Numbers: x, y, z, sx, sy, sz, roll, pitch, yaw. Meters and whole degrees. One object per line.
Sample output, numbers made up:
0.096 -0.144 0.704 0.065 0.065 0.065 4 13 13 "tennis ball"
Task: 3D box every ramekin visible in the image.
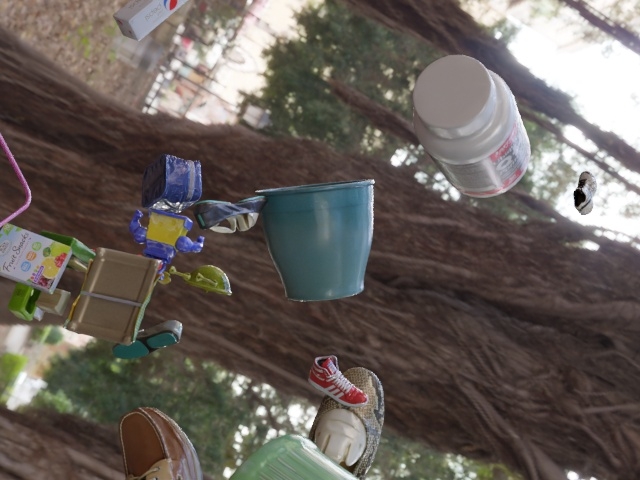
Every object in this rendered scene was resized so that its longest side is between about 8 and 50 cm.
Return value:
-0.047 0.488 1.252 0.148 0.303 0.303 21 -100 34 "ramekin"

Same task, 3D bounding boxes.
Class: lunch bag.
-0.214 -0.078 1.108 0.098 0.065 0.067 -22 -116 52 "lunch bag"

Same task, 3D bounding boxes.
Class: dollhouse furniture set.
-0.483 0.119 1.662 0.151 0.302 0.197 66 38 -67 "dollhouse furniture set"

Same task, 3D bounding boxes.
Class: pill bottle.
0.266 -0.201 1.358 0.176 0.176 0.318 -62 154 -2 "pill bottle"

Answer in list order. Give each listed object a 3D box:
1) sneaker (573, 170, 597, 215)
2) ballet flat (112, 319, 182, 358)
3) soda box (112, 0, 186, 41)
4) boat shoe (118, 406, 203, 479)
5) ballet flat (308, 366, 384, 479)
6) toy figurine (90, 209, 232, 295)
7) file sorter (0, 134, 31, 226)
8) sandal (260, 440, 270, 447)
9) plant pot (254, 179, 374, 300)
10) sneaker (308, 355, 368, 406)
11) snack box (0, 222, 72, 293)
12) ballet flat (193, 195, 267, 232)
0.442 -0.084 1.282 0.032 0.037 0.083 -15 -124 43 "sneaker"
-0.467 0.268 2.076 0.213 0.072 0.068 -18 -149 19 "ballet flat"
-0.452 -0.636 2.069 0.216 0.074 0.069 -48 145 -21 "soda box"
-0.266 0.433 1.289 0.123 0.324 0.120 -35 157 12 "boat shoe"
0.016 0.530 1.746 0.482 0.164 0.182 -68 167 9 "ballet flat"
-0.380 -0.007 1.953 0.191 0.363 0.217 78 26 -72 "toy figurine"
-0.658 -0.071 1.231 0.291 0.182 0.202 -14 -160 20 "file sorter"
-0.157 0.577 1.823 0.097 0.054 0.254 -29 -170 36 "sandal"
0.000 0.000 1.741 0.272 0.272 0.255 -167 -110 -75 "plant pot"
0.034 0.250 1.366 0.042 0.119 0.067 -46 152 -49 "sneaker"
-0.589 0.037 1.541 0.037 0.141 0.100 119 -9 -66 "snack box"
-0.180 -0.050 1.577 0.203 0.074 0.074 -9 141 -53 "ballet flat"
